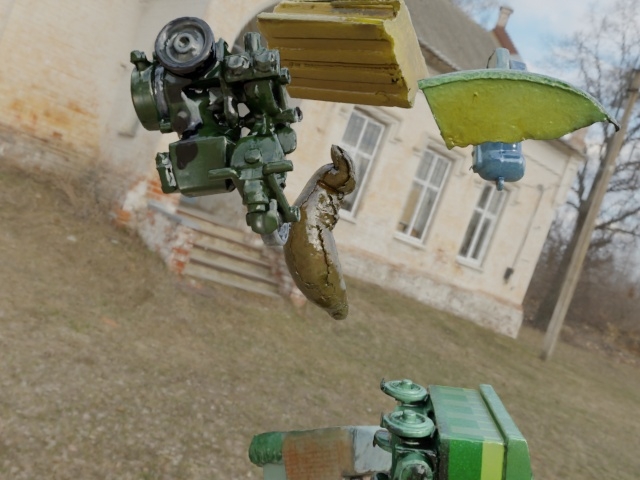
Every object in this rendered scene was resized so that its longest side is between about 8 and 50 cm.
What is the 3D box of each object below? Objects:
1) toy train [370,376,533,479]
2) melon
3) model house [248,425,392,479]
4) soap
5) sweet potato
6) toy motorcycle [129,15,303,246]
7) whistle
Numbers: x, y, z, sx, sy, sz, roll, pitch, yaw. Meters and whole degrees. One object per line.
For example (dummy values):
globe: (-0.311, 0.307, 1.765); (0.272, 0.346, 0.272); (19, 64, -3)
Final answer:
toy train: (0.176, 0.286, 0.936); (0.203, 0.120, 0.301); (5, 3, 5)
melon: (0.252, -0.167, 0.845); (0.262, 0.113, 0.053); (7, 4, 14)
model house: (0.021, 0.499, 1.151); (0.267, 0.324, 0.194); (-18, -25, 39)
soap: (0.043, -0.372, 1.284); (0.325, 0.096, 0.204); (16, -32, 37)
sweet potato: (-0.003, -0.002, 1.061); (0.124, 0.309, 0.098); (-7, 16, -24)
toy motorcycle: (-0.124, -0.126, 0.774); (0.205, 0.275, 0.127); (-6, -7, 10)
whistle: (0.312, -0.211, 1.136); (0.093, 0.269, 0.180); (7, -16, 2)
